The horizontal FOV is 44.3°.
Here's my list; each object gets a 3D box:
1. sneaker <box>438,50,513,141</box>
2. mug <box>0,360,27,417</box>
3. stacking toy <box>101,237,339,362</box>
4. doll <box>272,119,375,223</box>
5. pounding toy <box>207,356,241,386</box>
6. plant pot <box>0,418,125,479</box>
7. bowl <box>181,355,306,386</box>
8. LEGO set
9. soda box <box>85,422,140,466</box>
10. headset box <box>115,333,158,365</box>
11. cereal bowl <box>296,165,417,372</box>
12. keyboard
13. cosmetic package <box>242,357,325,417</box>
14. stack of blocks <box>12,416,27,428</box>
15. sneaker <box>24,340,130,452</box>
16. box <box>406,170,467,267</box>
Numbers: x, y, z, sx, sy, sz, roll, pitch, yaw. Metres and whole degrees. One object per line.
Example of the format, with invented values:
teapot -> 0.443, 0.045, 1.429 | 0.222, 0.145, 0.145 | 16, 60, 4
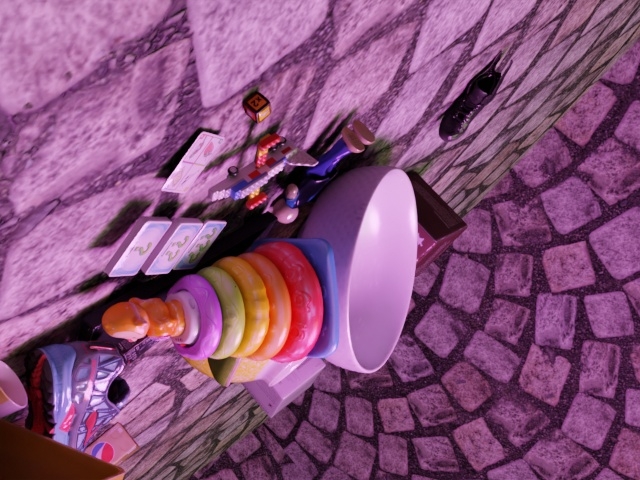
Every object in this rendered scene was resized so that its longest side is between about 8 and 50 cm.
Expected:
sneaker -> 0.276, -0.256, 1.412 | 0.170, 0.051, 0.089 | -46, 168, -4
mug -> -0.372, 0.168, 0.861 | 0.064, 0.078, 0.062 | -33, -160, -3
stacking toy -> -0.130, 0.088, 0.981 | 0.302, 0.166, 0.175 | -5, -176, -43
doll -> -0.009, -0.088, 1.099 | 0.189, 0.046, 0.129 | -43, 179, 35
pounding toy -> -0.140, 0.099, 1.225 | 0.237, 0.110, 0.183 | -64, -179, -2
plant pot -> -0.364, 0.310, 0.811 | 0.212, 0.212, 0.187 | 20, 87, -76
bowl -> -0.104, 0.183, 1.493 | 0.289, 0.156, 0.289 | -40, 168, -10
LEGO set -> -0.107, -0.047, 0.867 | 0.244, 0.060, 0.182 | -52, 163, 13
soda box -> -0.447, 0.441, 1.538 | 0.181, 0.061, 0.058 | -39, 168, -17
headset box -> -0.258, 0.138, 1.141 | 0.083, 0.032, 0.062 | -38, 168, -21
cereal bowl -> 0.047, 0.040, 1.294 | 0.339, 0.141, 0.339 | 8, 90, -68
keyboard -> -0.180, 0.038, 1.044 | 0.317, 0.033, 0.201 | -34, 167, -38
cosmetic package -> -0.106, 0.338, 2.042 | 0.151, 0.151, 0.184 | -35, 165, -28
stack of blocks -> -0.498, 0.351, 0.997 | 0.171, 0.087, 0.297 | -47, 167, 20
sneaker -> -0.298, 0.225, 0.997 | 0.125, 0.104, 0.262 | -15, 142, -32
box -> 0.160, -0.018, 1.587 | 0.168, 0.167, 0.203 | -47, 167, 26
